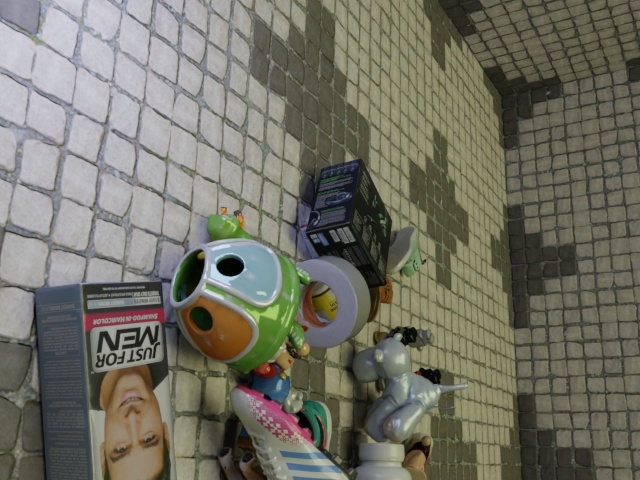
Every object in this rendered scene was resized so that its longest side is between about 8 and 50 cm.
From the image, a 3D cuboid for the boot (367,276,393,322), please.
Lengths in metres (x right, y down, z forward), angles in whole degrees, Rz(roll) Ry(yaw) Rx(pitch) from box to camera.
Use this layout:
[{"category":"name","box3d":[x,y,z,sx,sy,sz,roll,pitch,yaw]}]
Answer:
[{"category":"boot","box3d":[0.179,0.174,2.132,0.152,0.073,0.197,41,51,-55]}]

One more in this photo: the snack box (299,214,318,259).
[{"category":"snack box","box3d":[0.000,0.000,1.891,0.141,0.037,0.100,68,30,-23]}]

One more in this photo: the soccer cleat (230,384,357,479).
[{"category":"soccer cleat","box3d":[-0.071,0.426,1.361,0.331,0.116,0.143,43,68,-10]}]

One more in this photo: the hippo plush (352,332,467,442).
[{"category":"hippo plush","box3d":[0.197,0.403,1.930,0.236,0.294,0.234,59,38,-7]}]

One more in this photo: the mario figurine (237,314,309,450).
[{"category":"mario figurine","box3d":[-0.083,0.299,1.516,0.170,0.198,0.320,13,74,-20]}]

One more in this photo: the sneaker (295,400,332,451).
[{"category":"sneaker","box3d":[-0.035,0.516,1.606,0.178,0.124,0.295,32,48,-60]}]

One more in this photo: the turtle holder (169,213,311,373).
[{"category":"turtle holder","box3d":[-0.163,0.087,1.383,0.227,0.243,0.320,33,63,-33]}]

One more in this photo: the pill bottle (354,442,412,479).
[{"category":"pill bottle","box3d":[0.163,0.702,1.865,0.169,0.169,0.301,29,59,-55]}]

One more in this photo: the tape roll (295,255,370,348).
[{"category":"tape roll","box3d":[0.009,0.149,1.685,0.072,0.219,0.219,-11,93,-59]}]

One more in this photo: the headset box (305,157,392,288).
[{"category":"headset box","box3d":[0.087,-0.047,1.886,0.246,0.131,0.283,59,30,-37]}]

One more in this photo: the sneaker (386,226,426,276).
[{"category":"sneaker","box3d":[0.284,0.077,2.318,0.256,0.094,0.151,-52,130,-51]}]

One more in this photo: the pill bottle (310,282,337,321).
[{"category":"pill bottle","box3d":[0.025,0.159,1.828,0.184,0.103,0.103,57,37,-36]}]

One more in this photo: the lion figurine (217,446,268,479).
[{"category":"lion figurine","box3d":[-0.155,0.579,1.383,0.392,0.142,0.240,-49,123,-46]}]

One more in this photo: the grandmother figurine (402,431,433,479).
[{"category":"grandmother figurine","box3d":[0.286,0.679,2.109,0.104,0.208,0.342,42,16,8]}]

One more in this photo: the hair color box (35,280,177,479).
[{"category":"hair color box","box3d":[-0.346,0.258,1.137,0.185,0.114,0.374,3,81,-60]}]

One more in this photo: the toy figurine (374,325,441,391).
[{"category":"toy figurine","box3d":[0.266,0.372,2.170,0.213,0.148,0.209,10,69,-57]}]

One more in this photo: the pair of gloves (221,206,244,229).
[{"category":"pair of gloves","box3d":[-0.199,-0.037,1.577,0.083,0.010,0.074,10,75,-59]}]
